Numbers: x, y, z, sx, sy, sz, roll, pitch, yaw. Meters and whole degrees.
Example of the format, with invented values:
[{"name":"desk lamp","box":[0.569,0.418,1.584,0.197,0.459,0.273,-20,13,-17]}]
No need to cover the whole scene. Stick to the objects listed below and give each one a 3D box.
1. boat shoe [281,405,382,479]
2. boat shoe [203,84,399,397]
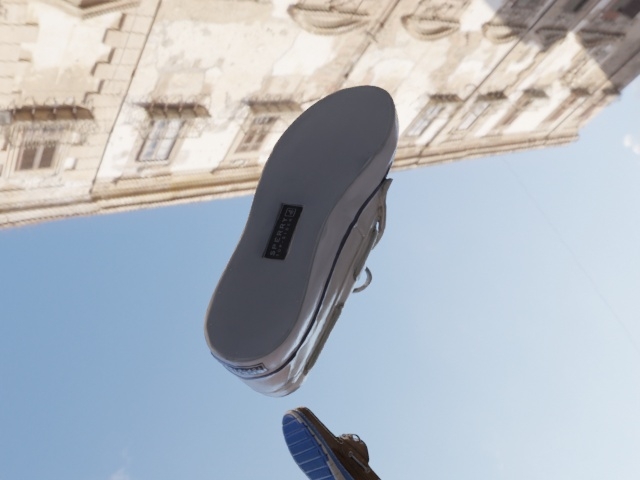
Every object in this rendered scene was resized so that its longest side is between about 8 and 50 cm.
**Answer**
[{"name":"boat shoe","box":[0.024,0.271,0.766,0.066,0.066,0.183,-37,-87,-43]},{"name":"boat shoe","box":[0.007,0.002,0.687,0.135,0.156,0.367,6,-123,23]}]
